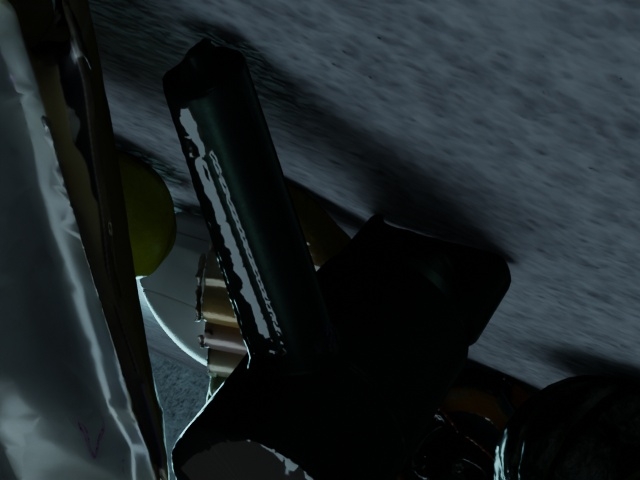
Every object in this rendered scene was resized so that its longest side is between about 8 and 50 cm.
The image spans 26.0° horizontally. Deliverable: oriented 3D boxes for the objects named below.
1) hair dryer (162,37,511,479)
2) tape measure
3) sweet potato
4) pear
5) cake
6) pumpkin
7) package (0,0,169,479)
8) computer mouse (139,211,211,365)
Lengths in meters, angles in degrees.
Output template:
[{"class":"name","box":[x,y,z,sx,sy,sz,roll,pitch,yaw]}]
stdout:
[{"class":"hair dryer","box":[0.000,0.000,0.788,0.116,0.244,0.302,7,130,29]},{"class":"tape measure","box":[0.127,0.224,1.419,0.223,0.202,0.135,28,173,2]},{"class":"sweet potato","box":[0.027,0.026,0.985,0.249,0.069,0.059,30,163,-30]},{"class":"pear","box":[-0.169,-0.024,1.082,0.107,0.107,0.131,14,155,43]},{"class":"cake","box":[-0.043,0.076,1.080,0.090,0.109,0.225,4,138,2]},{"class":"pumpkin","box":[0.241,0.217,1.135,0.220,0.162,0.220,47,153,33]},{"class":"package","box":[-0.167,-0.001,0.727,0.165,0.311,0.221,-10,-150,3]},{"class":"computer mouse","box":[-0.049,0.076,1.282,0.184,0.121,0.297,14,165,36]}]
